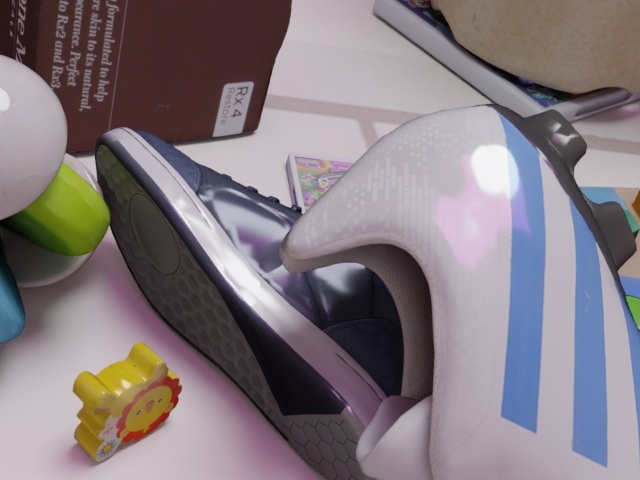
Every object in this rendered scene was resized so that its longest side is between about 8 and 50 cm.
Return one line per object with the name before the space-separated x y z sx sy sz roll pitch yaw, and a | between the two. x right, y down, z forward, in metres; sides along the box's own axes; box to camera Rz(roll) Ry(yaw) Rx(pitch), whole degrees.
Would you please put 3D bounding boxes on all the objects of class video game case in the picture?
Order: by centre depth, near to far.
video game case | 0.027 -0.012 0.627 0.087 0.011 0.122 6 39 -15
video game case | 0.176 -0.174 0.882 0.183 0.023 0.201 -20 52 -39

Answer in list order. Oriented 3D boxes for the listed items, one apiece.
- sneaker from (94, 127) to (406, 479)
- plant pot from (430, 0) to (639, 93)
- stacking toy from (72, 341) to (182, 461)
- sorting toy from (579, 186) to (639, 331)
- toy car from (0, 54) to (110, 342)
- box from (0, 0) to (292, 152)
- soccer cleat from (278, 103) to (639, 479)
sneaker | 0.000 0.002 0.525 0.163 0.086 0.226 -33 69 -33
plant pot | 0.228 -0.298 0.777 0.333 0.305 0.334 9 40 -8
stacking toy | -0.094 0.141 0.361 0.167 0.052 0.221 38 44 27
sorting toy | 0.225 0.021 0.644 0.208 0.038 0.193 4 39 -18
toy car | -0.193 -0.014 0.455 0.182 0.159 0.136 20 72 2
box | -0.139 -0.186 0.648 0.167 0.168 0.203 -10 45 -33
soccer cleat | 0.102 0.102 0.406 0.143 0.116 0.331 -29 80 -14
